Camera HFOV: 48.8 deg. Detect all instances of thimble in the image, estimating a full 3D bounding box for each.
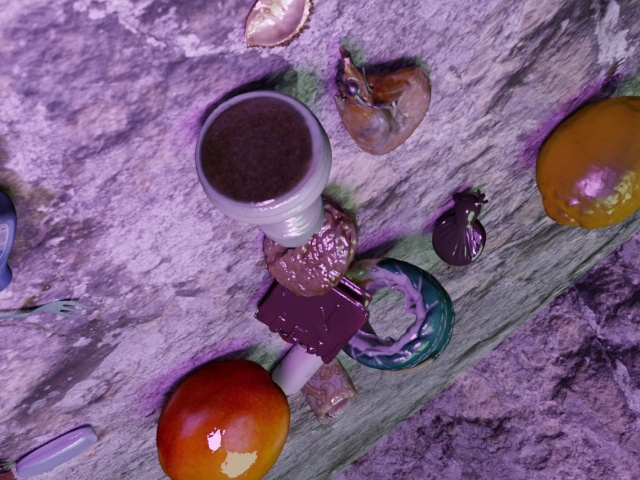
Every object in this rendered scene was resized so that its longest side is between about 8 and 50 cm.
[{"bbox_3d":[0.018,0.439,2.066,0.137,0.143,0.190,-17,148,-31],"label":"thimble"},{"bbox_3d":[0.156,0.164,1.617,0.254,0.288,0.167,-53,152,5],"label":"thimble"}]

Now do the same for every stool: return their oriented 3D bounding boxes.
[{"bbox_3d":[0.343,-0.033,1.700,0.121,0.125,0.217,-41,145,-61],"label":"stool"}]

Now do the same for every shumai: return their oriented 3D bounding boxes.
[{"bbox_3d":[0.000,0.000,1.363,0.206,0.166,0.175,-36,-178,30],"label":"shumai"}]

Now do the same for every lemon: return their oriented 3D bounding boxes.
[{"bbox_3d":[0.651,-0.182,1.635,0.316,0.285,0.285,-57,157,-16],"label":"lemon"}]

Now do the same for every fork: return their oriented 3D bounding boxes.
[{"bbox_3d":[-0.484,0.115,1.128,0.235,0.021,0.039,1,132,-47],"label":"fork"}]

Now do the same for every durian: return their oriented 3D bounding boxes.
[{"bbox_3d":[-0.047,-0.292,0.909,0.066,0.052,0.130,4,135,-47],"label":"durian"}]

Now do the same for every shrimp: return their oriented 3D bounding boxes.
[{"bbox_3d":[0.105,-0.236,1.156,0.168,0.077,0.317,-46,156,2],"label":"shrimp"}]

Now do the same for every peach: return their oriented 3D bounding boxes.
[{"bbox_3d":[-0.222,0.432,1.657,0.332,0.308,0.308,-54,151,3],"label":"peach"}]

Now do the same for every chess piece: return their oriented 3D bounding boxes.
[{"bbox_3d":[-0.067,-0.085,1.104,0.194,0.195,0.299,-32,162,-3],"label":"chess piece"}]

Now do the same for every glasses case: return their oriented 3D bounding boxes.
[{"bbox_3d":[-0.583,0.470,1.564,0.178,0.045,0.067,-27,152,-15],"label":"glasses case"}]

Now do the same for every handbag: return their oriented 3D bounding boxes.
[{"bbox_3d":[-0.015,0.146,1.513,0.216,0.203,0.074,-55,-174,37],"label":"handbag"}]

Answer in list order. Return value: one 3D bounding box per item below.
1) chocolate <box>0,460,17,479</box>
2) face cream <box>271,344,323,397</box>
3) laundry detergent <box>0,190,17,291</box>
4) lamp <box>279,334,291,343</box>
[{"bbox_3d":[-0.763,0.483,1.377,0.102,0.065,0.329,-27,158,31],"label":"chocolate"},{"bbox_3d":[-0.064,0.342,1.877,0.092,0.092,0.311,-2,138,-46],"label":"face cream"},{"bbox_3d":[-0.465,0.022,0.950,0.096,0.061,0.206,-15,148,-37],"label":"laundry detergent"},{"bbox_3d":[-0.057,0.191,1.644,0.101,0.090,0.101,-61,-175,8],"label":"lamp"}]
